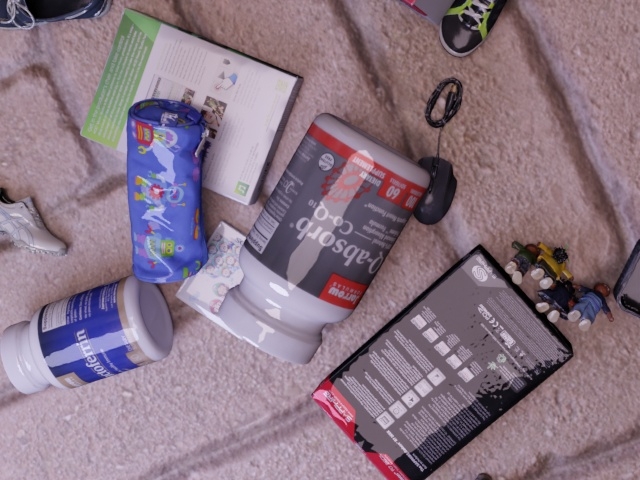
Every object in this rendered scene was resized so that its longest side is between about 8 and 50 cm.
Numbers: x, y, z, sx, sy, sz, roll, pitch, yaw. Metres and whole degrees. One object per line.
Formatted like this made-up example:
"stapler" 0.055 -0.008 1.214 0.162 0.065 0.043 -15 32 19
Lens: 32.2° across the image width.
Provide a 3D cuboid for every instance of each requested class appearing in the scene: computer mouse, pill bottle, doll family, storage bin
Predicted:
"computer mouse" 0.191 -0.144 1.798 0.071 0.041 0.242 8 97 10
"pill bottle" 0.000 0.000 1.756 0.210 0.210 0.363 31 98 6
"doll family" 0.383 0.066 1.759 0.076 0.111 0.193 -38 90 38
"storage bin" 0.562 0.081 1.730 0.180 0.084 0.122 25 100 8
"pill bottle" -0.397 0.165 1.883 0.265 0.153 0.153 -19 92 13

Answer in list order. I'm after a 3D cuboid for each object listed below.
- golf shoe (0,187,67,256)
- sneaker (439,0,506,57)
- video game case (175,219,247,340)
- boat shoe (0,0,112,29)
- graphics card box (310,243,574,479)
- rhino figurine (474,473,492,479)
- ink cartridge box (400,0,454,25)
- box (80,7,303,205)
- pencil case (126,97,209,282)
"golf shoe" -0.512 -0.032 1.930 0.176 0.069 0.086 25 94 6
"sneaker" 0.258 -0.397 1.730 0.084 0.097 0.234 33 101 6
"video game case" -0.150 0.068 1.893 0.143 0.019 0.157 33 100 5
"boat shoe" -0.484 -0.404 1.876 0.255 0.079 0.095 4 97 10
"graphics card box" 0.198 0.211 1.807 0.371 0.094 0.233 -43 87 13
"rhino figurine" 0.186 0.478 1.830 0.243 0.106 0.073 -35 88 12
"ink cartridge box" 0.130 -0.441 1.712 0.176 0.128 0.127 37 101 22
"box" -0.218 -0.225 1.859 0.322 0.058 0.232 23 100 6
"pencil case" -0.244 -0.079 1.795 0.133 0.119 0.306 8 115 13
